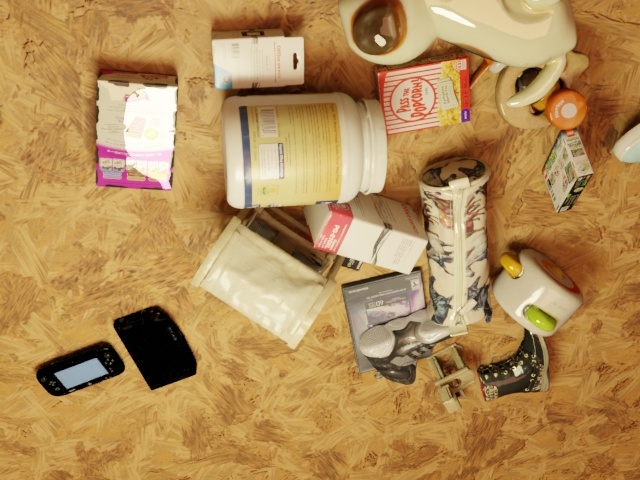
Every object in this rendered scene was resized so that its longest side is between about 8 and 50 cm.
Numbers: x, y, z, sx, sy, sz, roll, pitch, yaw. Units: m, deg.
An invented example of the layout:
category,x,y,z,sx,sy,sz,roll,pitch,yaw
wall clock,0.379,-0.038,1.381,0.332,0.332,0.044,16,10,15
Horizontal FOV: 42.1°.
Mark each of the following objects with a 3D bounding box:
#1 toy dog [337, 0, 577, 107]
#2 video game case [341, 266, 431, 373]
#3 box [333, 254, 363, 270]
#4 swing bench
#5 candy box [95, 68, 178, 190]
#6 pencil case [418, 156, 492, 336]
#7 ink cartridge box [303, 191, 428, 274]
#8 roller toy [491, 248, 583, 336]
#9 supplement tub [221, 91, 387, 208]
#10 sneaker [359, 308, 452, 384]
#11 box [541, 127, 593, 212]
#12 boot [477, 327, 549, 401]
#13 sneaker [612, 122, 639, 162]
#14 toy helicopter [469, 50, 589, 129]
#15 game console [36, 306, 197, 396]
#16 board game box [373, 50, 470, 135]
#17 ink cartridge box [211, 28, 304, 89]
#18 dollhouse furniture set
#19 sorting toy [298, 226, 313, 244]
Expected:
category,x,y,z,sx,sy,sz,roll,pitch,yaw
toy dog,0.234,-0.434,1.483,0.407,0.284,0.395,-6,118,1
video game case,0.169,0.203,2.079,0.196,0.026,0.274,-13,121,-2
box,0.076,0.026,1.959,0.067,0.018,0.083,18,116,-19
swing bench,-0.101,0.056,1.767,0.253,0.255,0.165,33,111,-4
candy box,-0.375,-0.223,1.698,0.159,0.071,0.233,3,121,-12
pencil case,0.311,0.008,1.895,0.159,0.183,0.410,-10,121,-4
ink cartridge box,0.097,-0.034,1.837,0.237,0.172,0.100,16,117,-19
roller toy,0.522,0.118,1.995,0.146,0.209,0.191,-52,151,20
supplement tub,-0.038,-0.184,1.689,0.316,0.228,0.228,-3,121,-8
sneaker,0.239,0.264,2.059,0.268,0.101,0.153,-16,123,7
box,0.536,-0.151,1.819,0.036,0.114,0.207,-14,161,-1
boot,0.501,0.321,2.174,0.178,0.085,0.236,-14,122,1
sneaker,0.847,-0.218,1.853,0.365,0.150,0.135,-16,152,0
toy helicopter,0.446,-0.408,1.725,0.235,0.140,0.355,7,109,-4
game console,-0.495,0.297,2.006,0.361,0.044,0.213,-20,122,3
board game box,0.217,-0.311,1.766,0.193,0.045,0.147,-11,122,-3
ink cartridge box,-0.125,-0.364,1.665,0.180,0.060,0.104,-4,120,-8
dollhouse furniture set,0.365,0.384,2.129,0.101,0.182,0.161,-28,121,7
sorting toy,0.000,0.000,1.906,0.102,0.061,0.042,14,120,8
